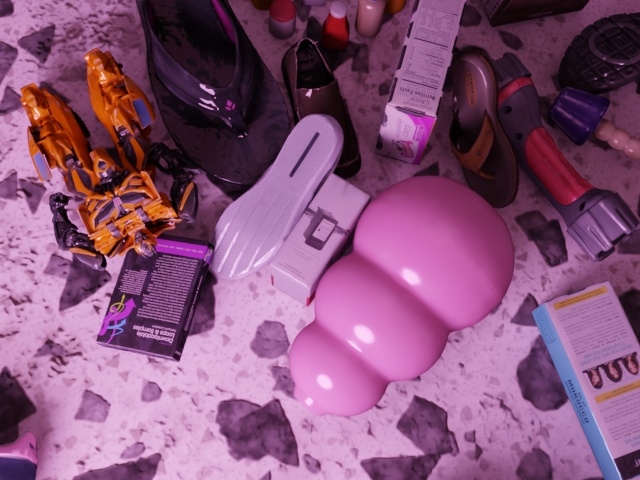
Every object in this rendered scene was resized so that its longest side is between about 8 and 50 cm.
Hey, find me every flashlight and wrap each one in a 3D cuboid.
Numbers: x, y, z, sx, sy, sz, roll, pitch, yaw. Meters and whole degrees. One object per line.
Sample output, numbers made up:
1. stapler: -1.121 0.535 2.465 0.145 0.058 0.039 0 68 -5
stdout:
1. flashlight: 0.317 -0.117 1.235 0.103 0.103 0.304 -44 71 24

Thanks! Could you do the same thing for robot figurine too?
1. robot figurine: -0.287 -0.104 1.193 0.211 0.085 0.291 -29 68 1

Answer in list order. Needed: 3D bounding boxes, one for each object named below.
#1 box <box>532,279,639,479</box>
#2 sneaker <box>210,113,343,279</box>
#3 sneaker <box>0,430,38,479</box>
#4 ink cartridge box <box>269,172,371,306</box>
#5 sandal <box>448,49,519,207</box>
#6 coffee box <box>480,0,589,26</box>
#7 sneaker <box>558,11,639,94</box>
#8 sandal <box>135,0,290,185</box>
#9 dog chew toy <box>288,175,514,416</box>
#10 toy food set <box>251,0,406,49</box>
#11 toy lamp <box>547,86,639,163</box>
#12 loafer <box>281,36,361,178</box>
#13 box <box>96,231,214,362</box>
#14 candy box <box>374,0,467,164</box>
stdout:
1. box: 0.375 0.183 1.171 0.101 0.060 0.244 -18 74 -8
2. sneaker: -0.048 -0.052 1.200 0.094 0.091 0.258 42 101 13
3. sneaker: -0.498 0.262 1.085 0.319 0.112 0.131 15 55 -2
4. ink cartridge box: 0.000 0.000 1.181 0.063 0.109 0.150 31 74 8
5. sandal: 0.211 -0.145 1.216 0.060 0.090 0.219 -28 115 -37
6. coffee box: 0.292 -0.484 1.336 0.168 0.119 0.297 -15 74 -19
7. sneaker: 0.484 -0.287 1.305 0.286 0.130 0.109 -29 65 11
8. sandal: -0.174 -0.279 1.221 0.168 0.107 0.445 -22 90 -1
9. dog chew toy: 0.089 0.080 1.122 0.207 0.206 0.332 39 82 9
10. toy food set: 0.012 -0.351 1.296 0.232 0.104 0.111 5 72 -2
11. toy lamp: 0.450 -0.128 1.267 0.275 0.080 0.080 31 73 5
12. loafer: -0.004 -0.188 1.257 0.080 0.078 0.220 -20 75 -9
13. box: -0.214 0.070 1.171 0.116 0.029 0.162 9 70 21
14. candy box: 0.143 -0.243 1.242 0.071 0.159 0.233 16 73 3
